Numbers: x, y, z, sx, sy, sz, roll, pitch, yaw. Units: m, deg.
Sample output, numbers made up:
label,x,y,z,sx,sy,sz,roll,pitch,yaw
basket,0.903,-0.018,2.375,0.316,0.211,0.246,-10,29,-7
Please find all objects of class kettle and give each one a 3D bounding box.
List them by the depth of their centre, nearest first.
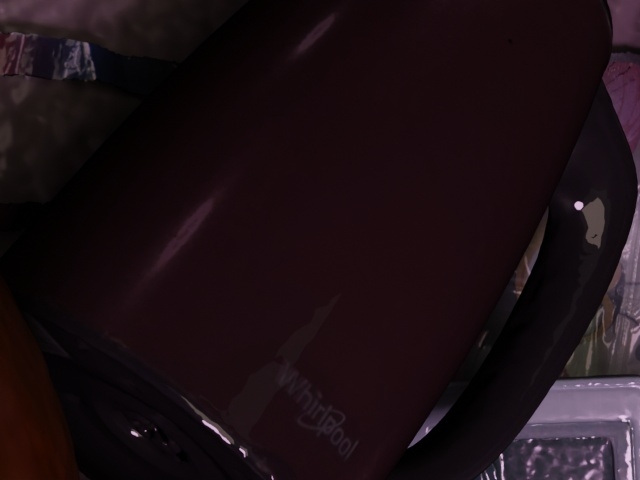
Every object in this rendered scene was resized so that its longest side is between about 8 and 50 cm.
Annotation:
label,x,y,z,sx,sy,sz,roll,pitch,yaw
kettle,0.020,-0.001,0.646,0.202,0.144,0.232,50,65,-25

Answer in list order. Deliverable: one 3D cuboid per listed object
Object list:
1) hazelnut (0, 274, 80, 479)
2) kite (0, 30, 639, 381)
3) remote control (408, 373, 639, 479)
label,x,y,z,sx,sy,sz,roll,pitch,yaw
hazelnut,-0.223,0.135,0.462,0.359,0.359,0.409,-14,91,-25
kite,-0.002,0.000,0.725,0.360,0.022,0.204,10,88,-30
remote control,0.092,0.196,0.748,0.103,0.051,0.293,-3,99,10
